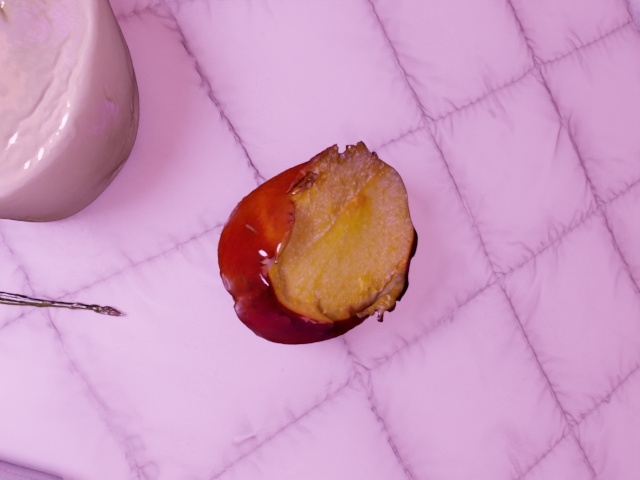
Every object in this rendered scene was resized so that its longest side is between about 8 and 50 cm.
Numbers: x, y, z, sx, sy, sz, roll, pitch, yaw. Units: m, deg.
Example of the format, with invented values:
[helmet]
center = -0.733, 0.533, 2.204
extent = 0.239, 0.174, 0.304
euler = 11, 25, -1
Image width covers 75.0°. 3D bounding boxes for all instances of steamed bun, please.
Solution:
[steamed bun]
center = -0.467, -0.254, 0.696
extent = 0.289, 0.371, 0.456
euler = 9, 86, -19

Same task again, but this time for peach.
[peach]
center = 0.000, 0.000, 0.846
extent = 0.416, 0.353, 0.339
euler = -31, 115, 4

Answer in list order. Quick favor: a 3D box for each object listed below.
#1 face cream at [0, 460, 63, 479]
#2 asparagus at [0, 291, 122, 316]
[face cream]
center = -0.652, 0.419, 0.694
extent = 0.369, 0.145, 0.145
euler = 28, 77, -14
[asparagus]
center = -0.518, 0.128, 0.829
extent = 0.232, 0.022, 0.023
euler = 11, 38, -15
